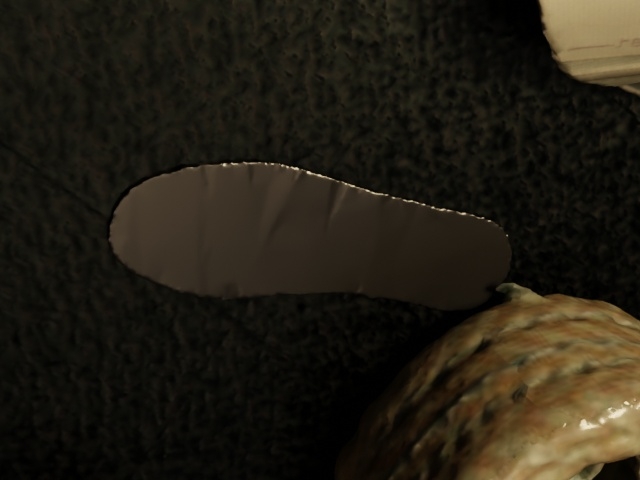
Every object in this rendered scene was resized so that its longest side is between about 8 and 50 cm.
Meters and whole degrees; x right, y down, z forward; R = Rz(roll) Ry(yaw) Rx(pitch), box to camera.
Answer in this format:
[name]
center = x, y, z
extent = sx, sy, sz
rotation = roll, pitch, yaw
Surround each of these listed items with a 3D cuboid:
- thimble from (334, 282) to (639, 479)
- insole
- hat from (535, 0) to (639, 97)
[thimble]
center = 0.122, 0.148, 0.857
extent = 0.196, 0.148, 0.229
rotation = 38, 98, -27
[insole]
center = 0.000, 0.000, 0.839
extent = 0.232, 0.003, 0.080
rotation = 7, 108, -20
[hat]
center = 0.227, -0.175, 0.762
extent = 0.275, 0.161, 0.232
rotation = -17, 110, -7
